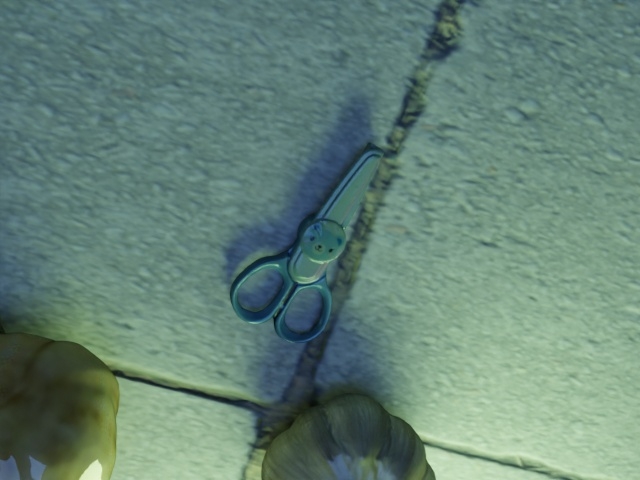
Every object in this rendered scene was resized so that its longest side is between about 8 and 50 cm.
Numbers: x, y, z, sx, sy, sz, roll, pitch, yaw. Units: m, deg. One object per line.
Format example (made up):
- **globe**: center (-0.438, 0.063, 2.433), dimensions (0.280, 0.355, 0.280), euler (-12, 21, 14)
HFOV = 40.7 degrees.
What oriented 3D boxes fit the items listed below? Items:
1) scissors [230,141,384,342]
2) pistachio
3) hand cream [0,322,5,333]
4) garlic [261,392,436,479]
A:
- **scissors**: center (0.000, 0.000, 1.009), dimensions (0.125, 0.030, 0.256), euler (28, 101, -20)
- **pistachio**: center (-0.340, 0.239, 0.914), dimensions (0.321, 0.229, 0.238), euler (-54, 152, 13)
- **hand cream**: center (-0.441, 0.129, 0.949), dimensions (0.186, 0.054, 0.087), euler (-22, 118, -13)
- **garlic**: center (0.040, 0.310, 1.016), dimensions (0.219, 0.212, 0.218), euler (-1, 105, -5)
